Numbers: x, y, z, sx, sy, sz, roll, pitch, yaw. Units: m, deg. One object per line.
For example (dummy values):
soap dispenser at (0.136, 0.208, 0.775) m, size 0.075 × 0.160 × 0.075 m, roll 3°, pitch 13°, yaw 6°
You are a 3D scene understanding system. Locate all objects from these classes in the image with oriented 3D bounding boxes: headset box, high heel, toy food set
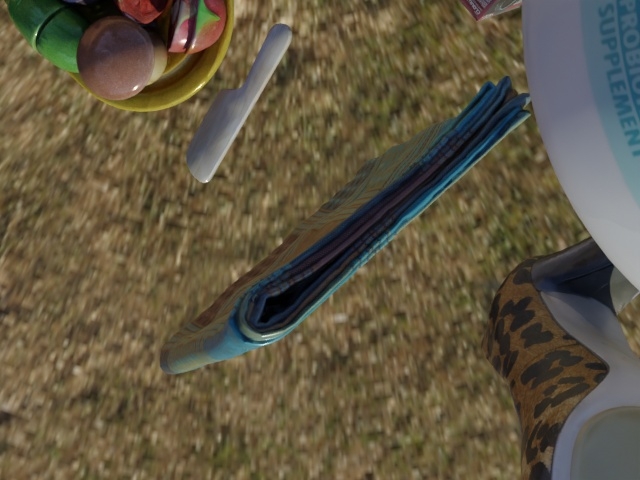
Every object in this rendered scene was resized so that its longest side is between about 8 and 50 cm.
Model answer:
headset box at (0.153, -0.213, 1.478) m, size 0.032 × 0.062 × 0.083 m, roll 54°, pitch 132°, yaw 12°
high heel at (0.124, 0.113, 0.971) m, size 0.093 × 0.186 × 0.261 m, roll 26°, pitch 60°, yaw -16°
toy food set at (-0.128, -0.147, 1.140) m, size 0.218 × 0.071 × 0.128 m, roll 42°, pitch 107°, yaw 11°

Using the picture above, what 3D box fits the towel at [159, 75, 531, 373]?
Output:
towel at (0.000, 0.000, 1.412) m, size 0.271 × 0.370 × 0.040 m, roll -41°, pitch 94°, yaw -15°

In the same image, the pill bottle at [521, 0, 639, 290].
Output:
pill bottle at (0.160, -0.055, 0.310) m, size 0.146 × 0.264 × 0.146 m, roll 3°, pitch 83°, yaw -27°
